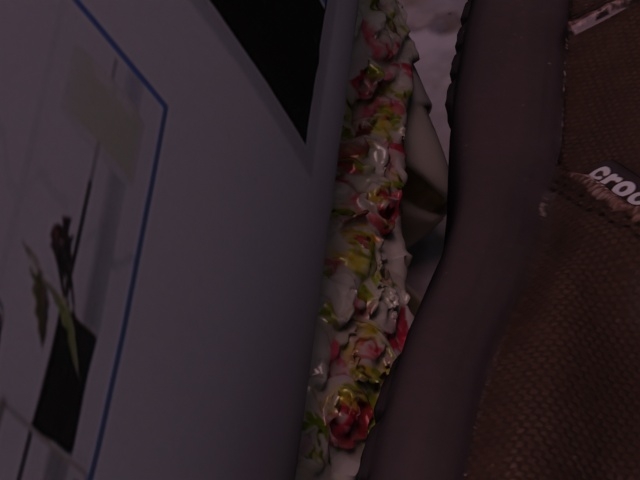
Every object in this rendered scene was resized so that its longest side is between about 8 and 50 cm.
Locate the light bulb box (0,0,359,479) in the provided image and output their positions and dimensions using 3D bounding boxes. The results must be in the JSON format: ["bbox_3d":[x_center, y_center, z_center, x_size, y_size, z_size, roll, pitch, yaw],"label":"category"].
[{"bbox_3d":[-0.198,-0.028,0.456,0.358,0.225,0.361,-8,54,24],"label":"light bulb box"}]

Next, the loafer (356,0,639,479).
[{"bbox_3d":[0.089,0.045,0.426,0.130,0.134,0.366,-6,43,15],"label":"loafer"}]

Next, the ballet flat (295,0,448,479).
[{"bbox_3d":[0.000,0.000,0.555,0.091,0.077,0.241,-42,30,41],"label":"ballet flat"}]
